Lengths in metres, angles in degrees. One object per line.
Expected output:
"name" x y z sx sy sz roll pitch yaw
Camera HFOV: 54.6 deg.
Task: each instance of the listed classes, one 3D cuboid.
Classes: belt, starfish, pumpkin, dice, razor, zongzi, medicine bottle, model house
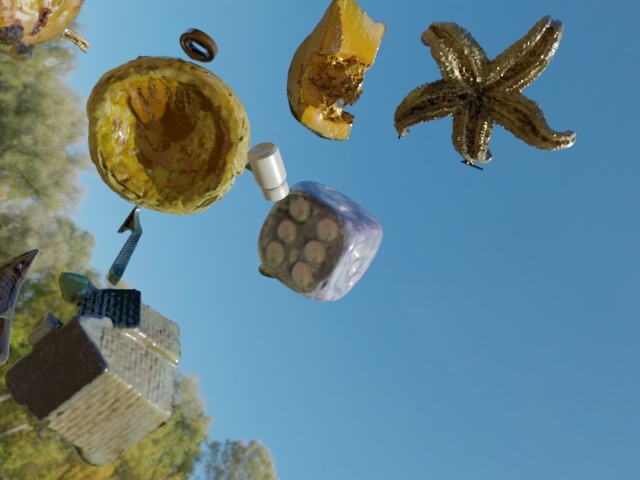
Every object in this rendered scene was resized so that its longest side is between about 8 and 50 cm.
"belt" -0.265 -0.423 1.350 0.083 0.036 0.059 31 -50 -14
"starfish" -0.738 -0.502 1.516 0.375 0.326 0.095 -124 -145 -53
"pumpkin" 0.018 -0.324 1.167 0.248 0.130 0.126 -67 -153 17
"dice" 0.000 0.000 1.804 0.270 0.271 0.270 36 -73 20
"razor" -0.294 0.011 0.945 0.066 0.033 0.190 -50 -156 18
"starfish" 0.278 -0.232 1.045 0.311 0.113 0.303 18 -42 20
"zongzi" -0.746 0.167 1.485 0.248 0.241 0.111 60 -24 7
"medicine bottle" -0.084 -0.112 1.015 0.052 0.052 0.089 32 -32 45
"model house" -0.444 0.220 1.205 0.284 0.243 0.298 53 7 -33

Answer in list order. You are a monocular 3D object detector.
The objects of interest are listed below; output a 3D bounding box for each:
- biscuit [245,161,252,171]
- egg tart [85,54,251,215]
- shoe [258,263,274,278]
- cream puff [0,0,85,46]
"biscuit" -0.181 -0.210 1.815 0.092 0.016 0.082 14 -20 18
"egg tart" -0.343 -0.244 1.434 0.169 0.387 0.388 -90 -177 -61
"shoe" -0.076 0.053 2.044 0.103 0.274 0.098 22 -54 61
"cream puff" -0.513 -0.456 1.069 0.163 0.240 0.240 34 -46 16
